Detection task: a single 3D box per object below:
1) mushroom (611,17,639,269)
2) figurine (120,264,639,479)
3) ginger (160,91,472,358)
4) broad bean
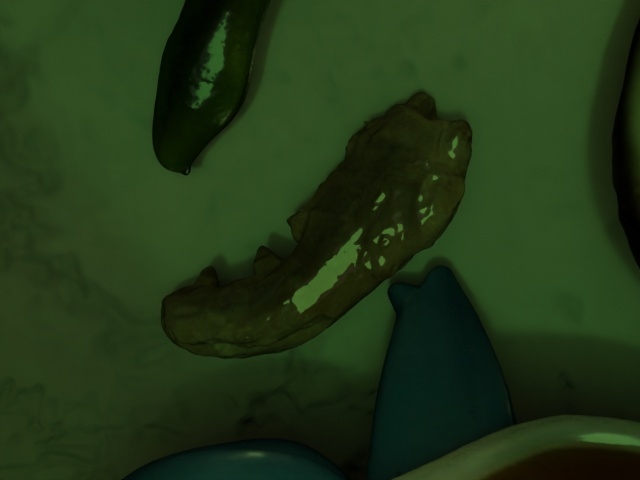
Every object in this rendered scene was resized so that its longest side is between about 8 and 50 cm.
[{"bbox_3d":[0.263,-0.072,0.631,0.217,0.212,0.292,35,118,43],"label":"mushroom"},{"bbox_3d":[0.104,0.187,0.648,0.416,0.243,0.297,12,109,23],"label":"figurine"},{"bbox_3d":[0.000,0.003,0.683,0.173,0.051,0.069,-36,56,6],"label":"ginger"},{"bbox_3d":[-0.047,-0.142,0.680,0.069,0.039,0.226,4,96,23],"label":"broad bean"}]
